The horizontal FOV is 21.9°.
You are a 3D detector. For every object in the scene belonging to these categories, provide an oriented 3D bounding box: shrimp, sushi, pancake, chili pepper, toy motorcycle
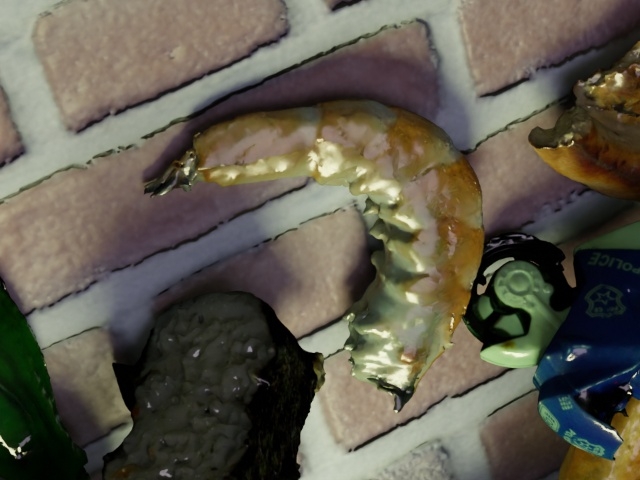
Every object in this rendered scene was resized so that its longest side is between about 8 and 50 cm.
[{"bbox_3d":[0.030,-0.014,1.238,0.185,0.068,0.287,-48,123,0],"label":"shrimp"},{"bbox_3d":[-0.084,0.146,1.198,0.147,0.213,0.115,-7,140,17],"label":"sushi"},{"bbox_3d":[0.303,-0.088,1.328,0.257,0.056,0.212,-29,136,4],"label":"pancake"},{"bbox_3d":[-0.227,0.113,1.181,0.108,0.062,0.216,-37,126,-5],"label":"chili pepper"},{"bbox_3d":[0.279,0.062,1.300,0.331,0.196,0.125,-10,159,-1],"label":"toy motorcycle"}]

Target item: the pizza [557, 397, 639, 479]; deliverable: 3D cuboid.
[{"bbox_3d":[0.323,0.115,1.416,0.257,0.087,0.268,7,102,-41],"label":"pizza"}]
